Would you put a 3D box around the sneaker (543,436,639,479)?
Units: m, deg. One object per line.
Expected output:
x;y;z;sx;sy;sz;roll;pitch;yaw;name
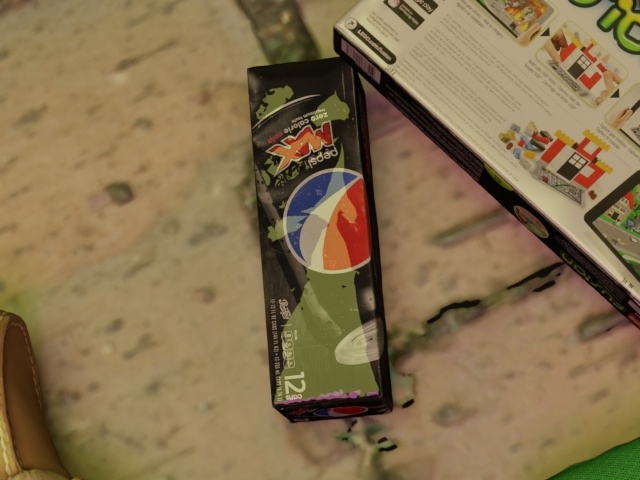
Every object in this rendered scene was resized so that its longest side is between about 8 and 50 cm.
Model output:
0.212;0.072;0.765;0.295;0.109;0.123;-30;42;9;sneaker

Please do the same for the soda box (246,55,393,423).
0.000;0.000;0.832;0.053;0.060;0.169;-7;76;6;soda box

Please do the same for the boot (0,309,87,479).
-0.070;0.143;0.794;0.203;0.095;0.262;-13;76;9;boot

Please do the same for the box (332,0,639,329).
0.118;-0.064;0.798;0.207;0.036;0.114;44;81;9;box
